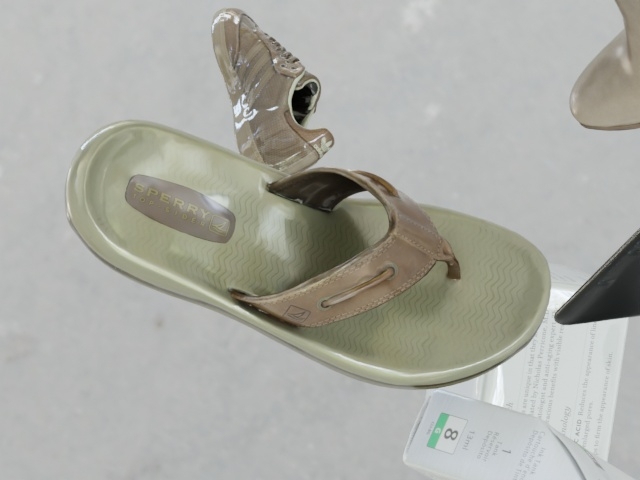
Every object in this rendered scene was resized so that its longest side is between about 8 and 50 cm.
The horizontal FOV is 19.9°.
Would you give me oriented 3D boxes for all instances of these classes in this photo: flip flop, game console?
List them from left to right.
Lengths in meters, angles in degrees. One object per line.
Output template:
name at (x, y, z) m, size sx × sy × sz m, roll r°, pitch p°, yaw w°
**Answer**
flip flop at (0.000, 0.000, 0.985) m, size 0.080 × 0.277 × 0.112 m, roll 138°, pitch 150°, yaw -62°
game console at (0.161, -0.019, 0.760) m, size 0.122 × 0.071 × 0.107 m, roll 126°, pitch 167°, yaw -57°

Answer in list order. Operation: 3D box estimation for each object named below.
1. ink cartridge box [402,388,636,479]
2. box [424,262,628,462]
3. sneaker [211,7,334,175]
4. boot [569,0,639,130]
ink cartridge box at (0.183, 0.155, 1.010) m, size 0.224 × 0.181 × 0.056 m, roll 10°, pitch 73°, yaw 46°
box at (0.169, 0.111, 1.551) m, size 0.181 × 0.119 × 0.182 m, roll -146°, pitch 63°, yaw -79°
sneaker at (-0.034, -0.117, 1.411) m, size 0.071 × 0.066 × 0.188 m, roll -21°, pitch 49°, yaw 8°
boot at (0.114, -0.081, 0.606) m, size 0.118 × 0.087 × 0.042 m, roll -30°, pitch 57°, yaw 28°
